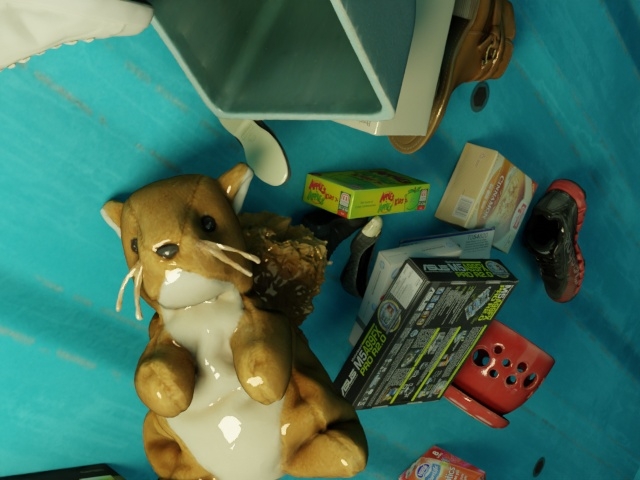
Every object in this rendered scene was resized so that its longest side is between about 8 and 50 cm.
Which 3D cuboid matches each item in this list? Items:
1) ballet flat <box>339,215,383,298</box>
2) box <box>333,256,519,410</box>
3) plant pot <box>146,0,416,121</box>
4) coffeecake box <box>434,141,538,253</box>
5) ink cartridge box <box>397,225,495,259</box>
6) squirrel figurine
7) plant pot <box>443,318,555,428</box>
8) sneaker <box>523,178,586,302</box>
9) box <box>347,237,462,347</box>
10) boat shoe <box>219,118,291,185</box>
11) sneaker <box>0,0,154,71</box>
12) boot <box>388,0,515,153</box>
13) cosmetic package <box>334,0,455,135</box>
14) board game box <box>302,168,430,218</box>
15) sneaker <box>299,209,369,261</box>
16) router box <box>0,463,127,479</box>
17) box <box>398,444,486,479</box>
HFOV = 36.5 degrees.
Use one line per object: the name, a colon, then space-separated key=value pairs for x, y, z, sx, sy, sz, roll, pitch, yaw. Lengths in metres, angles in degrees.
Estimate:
ballet flat: x=0.070 y=0.023 z=1.470 sx=0.057 sy=0.049 sz=0.173 roll=-38 pitch=157 yaw=-34
box: x=0.165 y=0.149 z=1.537 sx=0.216 sy=0.060 sz=0.270 roll=1 pitch=128 yaw=-41
plant pot: x=-0.025 y=-0.309 z=1.086 sx=0.248 sy=0.247 sz=0.252 roll=56 pitch=48 yaw=-47
coffeecake box: x=0.297 y=-0.072 z=1.722 sx=0.185 sy=0.068 sz=0.142 roll=25 pitch=89 yaw=-53
ink cartridge box: x=0.188 y=0.082 z=1.656 sx=0.223 sy=0.045 sz=0.224 roll=-7 pitch=116 yaw=-34
squirrel figurine: x=-0.124 y=0.091 z=1.182 sx=0.397 sy=0.281 sz=0.370 roll=-67 pitch=138 yaw=-73
plant pot: x=0.314 y=0.242 z=1.812 sx=0.174 sy=0.191 sz=0.191 roll=-57 pitch=142 yaw=1
sneaker: x=0.466 y=0.019 z=1.947 sx=0.135 sy=0.097 sz=0.276 roll=-33 pitch=129 yaw=-36
box: x=0.132 y=0.087 z=1.529 sx=0.145 sy=0.038 sz=0.186 roll=-10 pitch=132 yaw=-33
boat shoe: x=-0.076 y=-0.121 z=1.206 sx=0.049 sy=0.137 sz=0.043 roll=-45 pitch=157 yaw=15
sneaker: x=-0.300 y=-0.207 z=0.929 sx=0.290 sy=0.106 sz=0.123 roll=-3 pitch=121 yaw=-41
boot: x=0.208 y=-0.267 z=1.506 sx=0.220 sy=0.109 sz=0.283 roll=0 pitch=101 yaw=-54
cosmetic package: x=0.080 y=-0.305 z=1.272 sx=0.113 sy=0.160 sz=0.309 roll=-6 pitch=111 yaw=-48
board game box: x=0.070 y=-0.072 z=1.432 sx=0.181 sy=0.092 sz=0.043 roll=-9 pitch=114 yaw=-48
sneaker: x=0.002 y=0.001 z=1.426 sx=0.170 sy=0.051 sz=0.089 roll=-14 pitch=128 yaw=-51
router box: x=-0.300 y=0.354 z=1.088 sx=0.309 sy=0.243 sz=0.081 roll=6 pitch=103 yaw=-52
box: x=0.245 y=0.555 z=1.932 sx=0.122 sy=0.128 sz=0.257 roll=-33 pitch=131 yaw=-36
